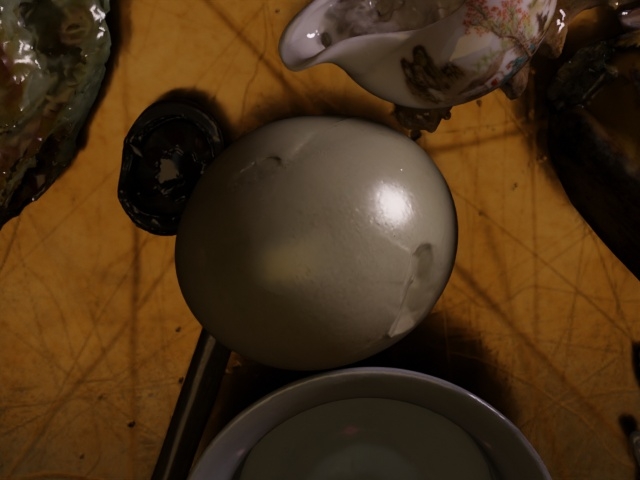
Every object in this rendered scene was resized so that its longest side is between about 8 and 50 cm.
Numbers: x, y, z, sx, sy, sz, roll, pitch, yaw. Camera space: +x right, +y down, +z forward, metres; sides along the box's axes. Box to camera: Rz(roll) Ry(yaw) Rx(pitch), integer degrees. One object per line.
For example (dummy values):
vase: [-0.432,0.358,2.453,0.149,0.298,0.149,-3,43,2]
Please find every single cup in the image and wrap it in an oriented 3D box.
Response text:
cup: [0.040,0.258,1.467,0.347,0.163,0.347,0,104,-1]

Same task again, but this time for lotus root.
lotus root: [0.355,-0.017,1.368,0.397,0.179,0.196,45,115,-4]

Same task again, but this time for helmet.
helmet: [-0.129,-0.064,1.456,0.098,0.070,0.123,16,90,8]

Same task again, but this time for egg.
egg: [0.000,0.000,1.378,0.219,0.269,0.219,17,121,32]

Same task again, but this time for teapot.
teapot: [0.105,-0.222,1.369,0.298,0.139,0.204,-43,55,4]

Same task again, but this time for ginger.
ginger: [0.190,-0.185,1.433,0.288,0.075,0.089,-28,75,10]

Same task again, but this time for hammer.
hammer: [-0.122,0.176,1.509,0.111,0.043,0.365,17,97,-24]

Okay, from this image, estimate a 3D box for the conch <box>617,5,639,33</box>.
conch: [0.382,-0.204,1.422,0.233,0.080,0.086,-27,65,-2]

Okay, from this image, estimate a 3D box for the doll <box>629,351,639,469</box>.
doll: [0.347,0.214,1.517,0.114,0.057,0.227,-5,92,-5]

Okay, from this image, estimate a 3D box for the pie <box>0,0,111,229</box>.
pie: [-0.382,-0.182,1.384,0.395,0.180,0.418,31,92,-5]
